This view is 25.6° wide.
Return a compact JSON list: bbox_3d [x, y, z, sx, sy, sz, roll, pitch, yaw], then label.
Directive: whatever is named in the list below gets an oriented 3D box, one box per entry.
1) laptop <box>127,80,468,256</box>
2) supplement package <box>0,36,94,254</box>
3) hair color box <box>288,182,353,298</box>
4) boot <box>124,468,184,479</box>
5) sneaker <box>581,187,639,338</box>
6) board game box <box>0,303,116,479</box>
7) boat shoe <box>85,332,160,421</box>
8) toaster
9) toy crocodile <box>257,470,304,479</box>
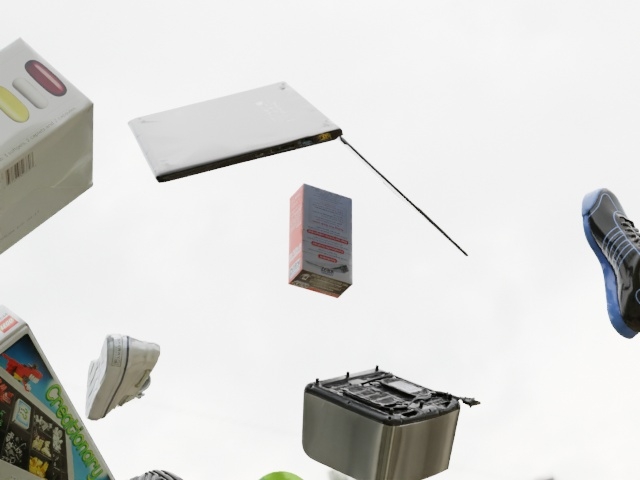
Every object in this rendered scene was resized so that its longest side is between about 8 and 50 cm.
[{"bbox_3d":[-0.046,-0.085,2.104,0.408,0.382,0.236,-15,-72,-9],"label":"laptop"},{"bbox_3d":[-0.437,-0.096,1.817,0.262,0.145,0.204,-41,-17,-28],"label":"supplement package"},{"bbox_3d":[0.000,0.000,2.236,0.093,0.167,0.053,17,-39,-22],"label":"hair color box"},{"bbox_3d":[-0.369,0.539,2.361,0.348,0.131,0.260,-2,-54,-55],"label":"boot"},{"bbox_3d":[0.436,0.019,1.969,0.081,0.232,0.090,12,-33,-39],"label":"sneaker"},{"bbox_3d":[-0.321,0.234,1.403,0.193,0.053,0.305,-40,-45,-23],"label":"board game box"},{"bbox_3d":[-0.260,0.187,1.844,0.076,0.083,0.226,6,-22,-16],"label":"boat shoe"},{"bbox_3d":[0.090,0.252,1.921,0.168,0.186,0.110,-8,-71,-48],"label":"toaster"},{"bbox_3d":[0.012,0.291,1.315,0.340,0.105,0.115,11,-30,-19],"label":"toy crocodile"}]
